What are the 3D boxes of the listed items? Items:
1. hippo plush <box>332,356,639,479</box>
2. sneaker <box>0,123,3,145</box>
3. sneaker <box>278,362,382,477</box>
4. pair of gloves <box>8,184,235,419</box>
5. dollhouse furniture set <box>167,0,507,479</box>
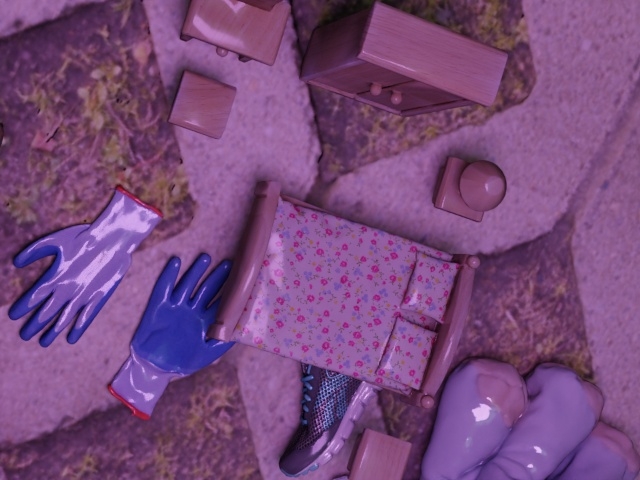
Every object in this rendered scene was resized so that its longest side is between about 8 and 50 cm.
[{"bbox_3d":[0.176,0.239,1.299,0.294,0.236,0.234,-4,104,-14],"label":"hippo plush"},{"bbox_3d":[-0.313,-0.015,1.209,0.192,0.064,0.086,-41,117,-2],"label":"sneaker"},{"bbox_3d":[0.005,0.129,1.329,0.076,0.065,0.166,37,83,-12],"label":"sneaker"},{"bbox_3d":[-0.162,0.051,1.281,0.198,0.023,0.159,38,91,-20],"label":"pair of gloves"},{"bbox_3d":[0.000,0.000,1.194,0.303,0.174,0.356,19,84,-17],"label":"dollhouse furniture set"}]
